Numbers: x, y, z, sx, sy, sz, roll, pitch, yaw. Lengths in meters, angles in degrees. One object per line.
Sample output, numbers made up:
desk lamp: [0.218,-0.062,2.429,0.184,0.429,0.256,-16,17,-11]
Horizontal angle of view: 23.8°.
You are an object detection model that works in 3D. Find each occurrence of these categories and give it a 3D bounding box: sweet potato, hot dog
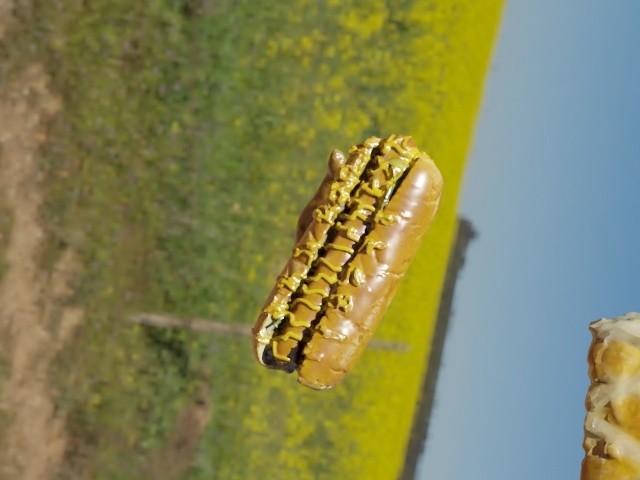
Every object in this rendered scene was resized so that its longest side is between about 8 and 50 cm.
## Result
sweet potato: [-0.005,0.000,1.408,0.044,0.044,0.179,-61,162,-77]
hot dog: [0.018,0.011,0.916,0.045,0.071,0.165,37,80,-53]

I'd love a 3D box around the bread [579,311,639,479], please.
bread: [0.409,0.251,1.299,0.279,0.390,0.371,13,81,-67]
